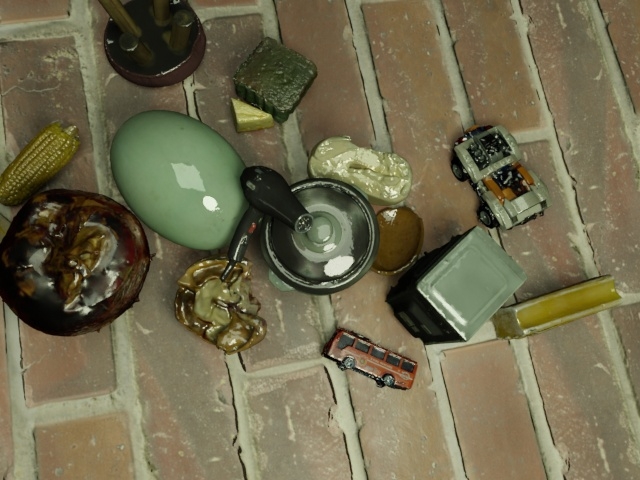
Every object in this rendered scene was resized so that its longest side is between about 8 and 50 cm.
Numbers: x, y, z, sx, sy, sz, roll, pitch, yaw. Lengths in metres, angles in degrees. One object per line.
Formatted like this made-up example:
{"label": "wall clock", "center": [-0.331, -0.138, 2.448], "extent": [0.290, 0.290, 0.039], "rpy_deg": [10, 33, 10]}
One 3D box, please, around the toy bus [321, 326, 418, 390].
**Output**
{"label": "toy bus", "center": [0.122, 0.298, 1.370], "extent": [0.235, 0.073, 0.096], "rpy_deg": [26, 67, -1]}

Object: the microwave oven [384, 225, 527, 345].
{"label": "microwave oven", "center": [0.300, 0.112, 1.310], "extent": [0.237, 0.295, 0.181], "rpy_deg": [-41, 86, -13]}

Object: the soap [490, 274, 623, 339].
{"label": "soap", "center": [0.588, 0.171, 1.392], "extent": [0.274, 0.173, 0.089], "rpy_deg": [-16, 78, -10]}

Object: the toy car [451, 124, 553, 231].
{"label": "toy car", "center": [0.477, -0.175, 1.488], "extent": [0.193, 0.118, 0.301], "rpy_deg": [-26, 81, -9]}

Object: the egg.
{"label": "egg", "center": [-0.322, -0.143, 1.305], "extent": [0.389, 0.276, 0.276], "rpy_deg": [42, 77, 7]}

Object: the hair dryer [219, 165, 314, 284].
{"label": "hair dryer", "center": [-0.134, -0.010, 1.173], "extent": [0.235, 0.091, 0.271], "rpy_deg": [42, 111, 41]}

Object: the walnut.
{"label": "walnut", "center": [-0.235, 0.155, 1.324], "extent": [0.204, 0.141, 0.238], "rpy_deg": [-15, 80, 3]}

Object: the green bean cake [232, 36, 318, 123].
{"label": "green bean cake", "center": [-0.121, -0.426, 1.484], "extent": [0.181, 0.094, 0.173], "rpy_deg": [32, 76, 2]}

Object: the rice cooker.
{"label": "rice cooker", "center": [0.000, 0.000, 1.298], "extent": [0.264, 0.316, 0.316], "rpy_deg": [44, 77, 7]}

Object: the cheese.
{"label": "cheese", "center": [0.098, -0.171, 1.389], "extent": [0.266, 0.233, 0.127], "rpy_deg": [13, 86, -1]}

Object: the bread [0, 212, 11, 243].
{"label": "bread", "center": [-0.777, -0.024, 1.318], "extent": [0.152, 0.105, 0.077], "rpy_deg": [42, 70, 3]}

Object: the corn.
{"label": "corn", "center": [-0.703, -0.191, 1.370], "extent": [0.097, 0.097, 0.261], "rpy_deg": [40, 79, 3]}

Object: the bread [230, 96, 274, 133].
{"label": "bread", "center": [-0.180, -0.340, 1.463], "extent": [0.109, 0.084, 0.080], "rpy_deg": [-11, 81, -8]}

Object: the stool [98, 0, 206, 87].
{"label": "stool", "center": [-0.442, -0.555, 1.432], "extent": [0.272, 0.178, 0.272], "rpy_deg": [1, 77, -5]}

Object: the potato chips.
{"label": "potato chips", "center": [0.192, 0.003, 1.437], "extent": [0.150, 0.049, 0.201], "rpy_deg": [5, 66, 11]}

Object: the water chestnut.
{"label": "water chestnut", "center": [-0.539, 0.047, 1.207], "extent": [0.335, 0.347, 0.335], "rpy_deg": [2, 82, -12]}
